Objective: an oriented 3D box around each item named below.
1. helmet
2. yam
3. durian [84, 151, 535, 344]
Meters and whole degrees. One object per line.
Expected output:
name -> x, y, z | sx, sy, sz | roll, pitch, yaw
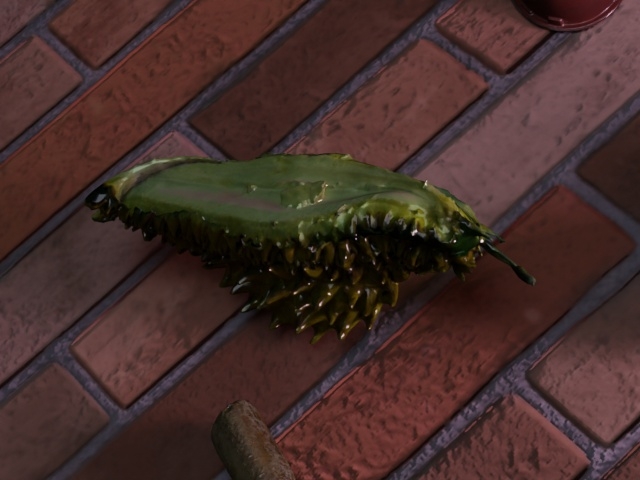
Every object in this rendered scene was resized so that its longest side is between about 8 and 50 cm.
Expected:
helmet -> 0.191, -0.225, 1.493 | 0.089, 0.057, 0.111 | -39, 53, -5
yam -> -0.047, 0.161, 1.329 | 0.043, 0.043, 0.094 | -32, 52, -3
durian -> -0.003, -0.001, 1.381 | 0.375, 0.106, 0.132 | 7, 58, 26
